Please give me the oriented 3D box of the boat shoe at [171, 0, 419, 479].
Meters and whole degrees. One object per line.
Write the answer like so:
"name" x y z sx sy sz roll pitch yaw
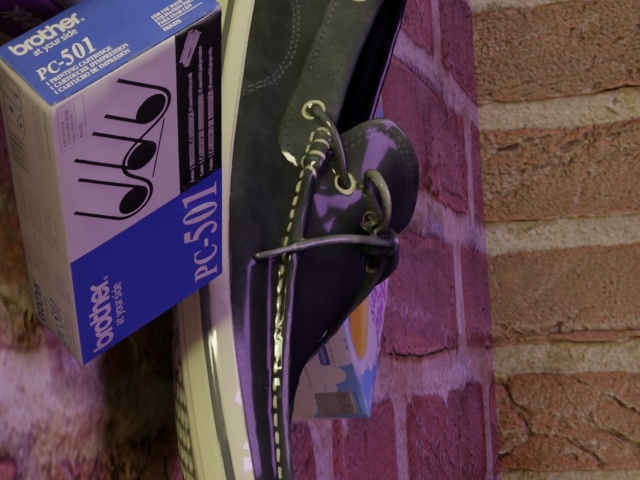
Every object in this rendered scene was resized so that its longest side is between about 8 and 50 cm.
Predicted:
"boat shoe" -0.013 -0.021 1.107 0.187 0.156 0.500 96 -1 -55

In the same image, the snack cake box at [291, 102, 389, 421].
"snack cake box" 0.000 0.000 1.357 0.264 0.089 0.152 -80 160 -46

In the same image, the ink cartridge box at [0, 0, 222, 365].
"ink cartridge box" -0.097 -0.033 0.814 0.097 0.046 0.207 -34 153 -25

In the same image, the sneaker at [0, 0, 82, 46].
"sneaker" -0.151 -0.169 0.771 0.305 0.114 0.152 57 17 -73
